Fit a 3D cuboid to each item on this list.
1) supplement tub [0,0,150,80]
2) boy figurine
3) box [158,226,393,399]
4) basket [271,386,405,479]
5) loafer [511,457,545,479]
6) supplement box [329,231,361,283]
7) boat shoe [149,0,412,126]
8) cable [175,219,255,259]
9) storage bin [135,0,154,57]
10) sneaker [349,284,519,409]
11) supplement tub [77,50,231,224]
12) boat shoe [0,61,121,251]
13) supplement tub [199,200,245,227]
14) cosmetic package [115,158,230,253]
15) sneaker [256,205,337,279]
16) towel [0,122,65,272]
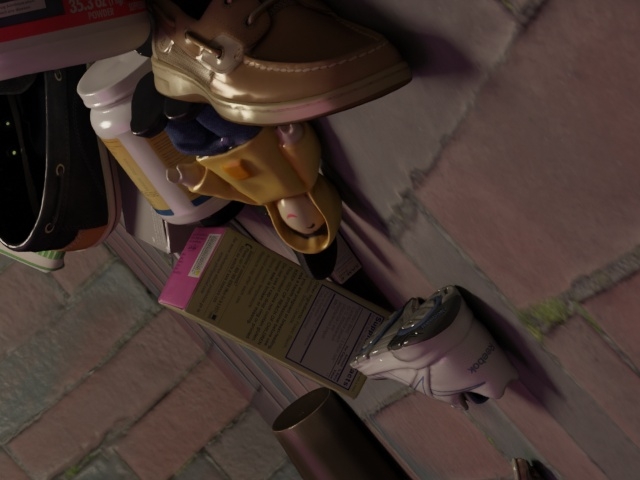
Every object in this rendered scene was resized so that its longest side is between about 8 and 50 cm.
[{"bbox_3d":[-0.266,-0.284,1.305,0.191,0.191,0.272,-163,60,-68],"label":"supplement tub"},{"bbox_3d":[-0.079,-0.081,1.564,0.177,0.092,0.285,-17,141,29],"label":"boy figurine"},{"bbox_3d":[-0.060,0.086,1.884,0.243,0.117,0.213,29,174,-13],"label":"box"},{"bbox_3d":[0.027,0.387,2.653,0.227,0.154,0.204,55,165,-11],"label":"basket"},{"bbox_3d":[0.258,0.297,1.818,0.125,0.039,0.045,71,-171,-53],"label":"loafer"},{"bbox_3d":[0.000,0.000,1.795,0.098,0.036,0.062,55,166,-28],"label":"supplement box"},{"bbox_3d":[-0.055,-0.171,1.256,0.341,0.121,0.110,16,123,52],"label":"boat shoe"},{"bbox_3d":[-0.148,0.042,2.337,0.257,0.089,0.257,37,164,47],"label":"cable"},{"bbox_3d":[-0.163,-0.251,1.484,0.122,0.084,0.180,54,166,-23],"label":"storage bin"},{"bbox_3d":[0.121,0.135,1.631,0.129,0.111,0.297,44,169,-5],"label":"sneaker"},{"bbox_3d":[-0.181,-0.134,1.763,0.200,0.144,0.144,55,166,-27],"label":"supplement tub"},{"bbox_3d":[-0.379,-0.217,1.835,0.186,0.156,0.500,-4,102,37],"label":"boat shoe"},{"bbox_3d":[-0.175,-0.110,1.918,0.198,0.106,0.106,55,167,-29],"label":"supplement tub"},{"bbox_3d":[-0.211,-0.063,2.111,0.238,0.107,0.127,-168,67,-66],"label":"cosmetic package"},{"bbox_3d":[-0.037,-0.038,1.721,0.089,0.051,0.170,4,115,56],"label":"sneaker"},{"bbox_3d":[-0.457,-0.095,2.085,0.247,0.038,0.325,24,140,6],"label":"towel"}]
